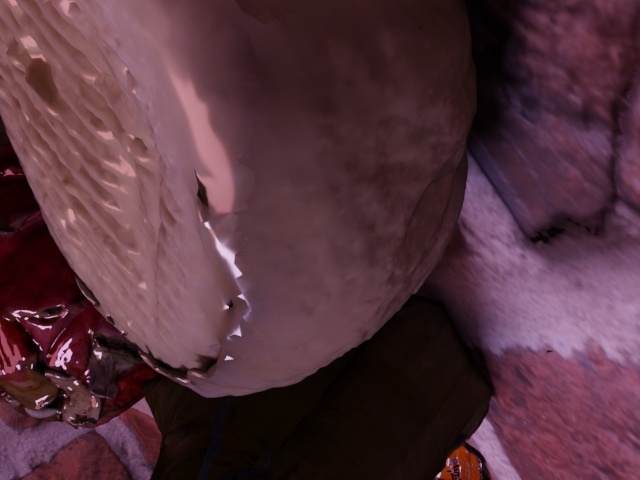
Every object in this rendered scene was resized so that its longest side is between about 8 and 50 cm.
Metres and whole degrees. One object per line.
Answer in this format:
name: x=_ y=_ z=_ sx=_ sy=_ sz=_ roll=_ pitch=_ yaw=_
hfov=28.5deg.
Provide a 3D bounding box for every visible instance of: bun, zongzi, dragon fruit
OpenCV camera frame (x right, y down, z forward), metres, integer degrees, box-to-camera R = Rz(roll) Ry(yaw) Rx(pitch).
bun: x=-0.048 y=-0.094 z=0.712 sx=0.360 sy=0.211 sz=0.360 roll=43 pitch=148 yaw=35
zongzi: x=-0.094 y=0.177 z=0.953 sx=0.360 sy=0.323 sz=0.160 roll=-6 pitch=112 yaw=38
dragon fruit: x=-0.276 y=0.037 z=1.366 sx=0.329 sy=0.329 sz=0.329 roll=47 pitch=161 yaw=21

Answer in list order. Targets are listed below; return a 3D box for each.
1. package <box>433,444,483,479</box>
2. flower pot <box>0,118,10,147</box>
package: x=0.113 y=0.205 z=1.135 sx=0.110 sy=0.033 sz=0.077 roll=13 pitch=114 yaw=45
flower pot: x=-0.397 y=-0.025 z=1.623 sx=0.244 sy=0.307 sz=0.307 roll=38 pitch=163 yaw=-3
